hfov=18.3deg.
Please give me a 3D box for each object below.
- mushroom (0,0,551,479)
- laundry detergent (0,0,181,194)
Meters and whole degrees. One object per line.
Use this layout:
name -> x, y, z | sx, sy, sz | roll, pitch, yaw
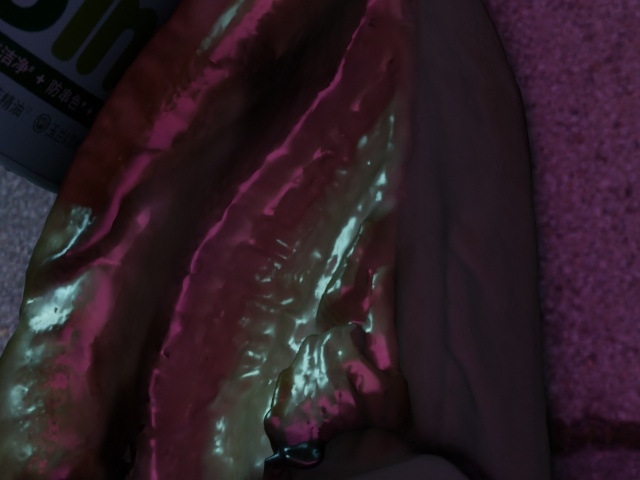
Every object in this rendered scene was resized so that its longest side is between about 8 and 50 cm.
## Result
mushroom -> -0.034, -0.007, 1.199 | 0.313, 0.224, 0.397 | -13, 65, 33
laundry detergent -> -0.185, -0.232, 1.243 | 0.287, 0.287, 0.305 | 38, 92, 24
